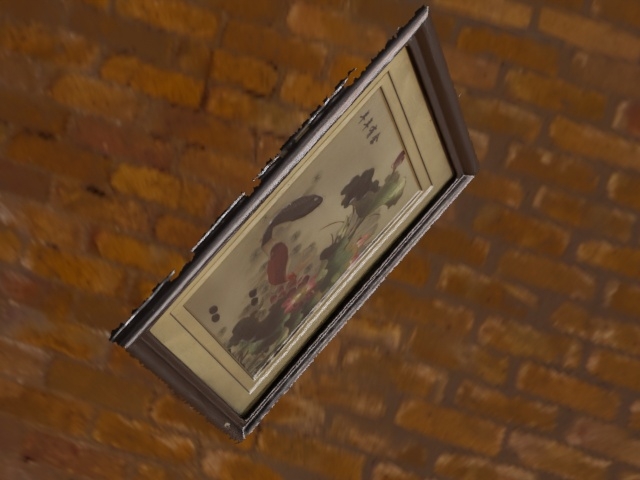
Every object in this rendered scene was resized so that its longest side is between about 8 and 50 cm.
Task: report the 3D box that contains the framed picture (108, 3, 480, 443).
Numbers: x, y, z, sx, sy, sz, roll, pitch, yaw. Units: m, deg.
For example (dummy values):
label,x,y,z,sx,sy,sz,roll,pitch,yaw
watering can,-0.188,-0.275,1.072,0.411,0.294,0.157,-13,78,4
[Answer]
label,x,y,z,sx,sy,sz,roll,pitch,yaw
framed picture,0.000,0.000,0.814,0.010,0.195,0.199,39,-97,21
